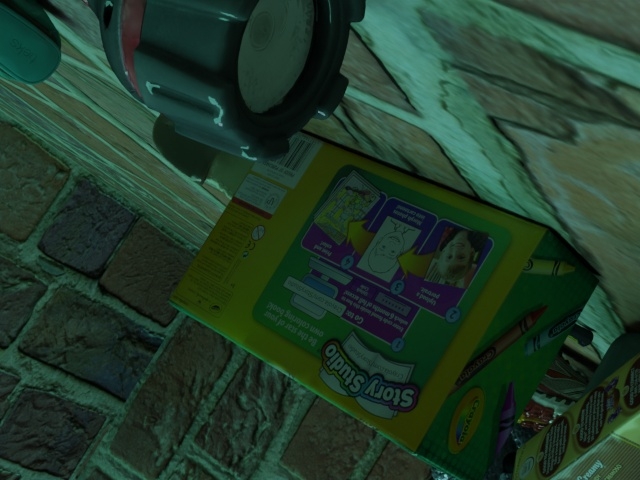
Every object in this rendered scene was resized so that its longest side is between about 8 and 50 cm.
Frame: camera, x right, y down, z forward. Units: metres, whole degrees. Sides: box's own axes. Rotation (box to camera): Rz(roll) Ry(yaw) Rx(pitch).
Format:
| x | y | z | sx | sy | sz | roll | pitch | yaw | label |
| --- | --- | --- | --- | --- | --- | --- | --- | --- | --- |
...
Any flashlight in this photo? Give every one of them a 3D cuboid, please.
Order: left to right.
| x | y | z | sx | sy | sz | roll | pitch | yaw | label |
| --- | --- | --- | --- | --- | --- | --- | --- | --- | --- |
| -0.128 | -0.130 | 0.569 | 0.304 | 0.103 | 0.103 | 23 | -156 | 29 | flashlight |

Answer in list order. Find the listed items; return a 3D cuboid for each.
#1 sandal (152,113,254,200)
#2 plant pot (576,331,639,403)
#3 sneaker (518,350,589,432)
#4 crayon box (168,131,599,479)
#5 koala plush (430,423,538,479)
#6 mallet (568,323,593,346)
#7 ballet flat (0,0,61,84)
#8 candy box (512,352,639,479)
| x | y | z | sx | sy | sz | roll | pitch | yaw | label |
| --- | --- | --- | --- | --- | --- | --- | --- | --- | --- |
| -0.043 | -0.051 | 1.108 | 0.240 | 0.088 | 0.079 | 40 | -156 | -11 | sandal |
| 0.259 | 0.206 | 0.858 | 0.248 | 0.247 | 0.252 | 29 | 165 | 21 | plant pot |
| 0.230 | 0.140 | 1.203 | 0.225 | 0.093 | 0.088 | 18 | 156 | -8 | sneaker |
| 0.034 | 0.036 | 0.865 | 0.278 | 0.165 | 0.081 | 26 | 172 | 44 | crayon box |
| 0.244 | 0.280 | 1.295 | 0.203 | 0.196 | 0.221 | 57 | -174 | -4 | koala plush |
| 0.144 | 0.038 | 0.990 | 0.189 | 0.039 | 0.062 | 27 | 172 | -4 | mallet |
| -0.304 | -0.210 | 0.991 | 0.087 | 0.083 | 0.247 | 44 | 179 | 29 | ballet flat |
| 0.201 | 0.112 | 0.656 | 0.109 | 0.187 | 0.053 | 33 | -142 | -10 | candy box |
